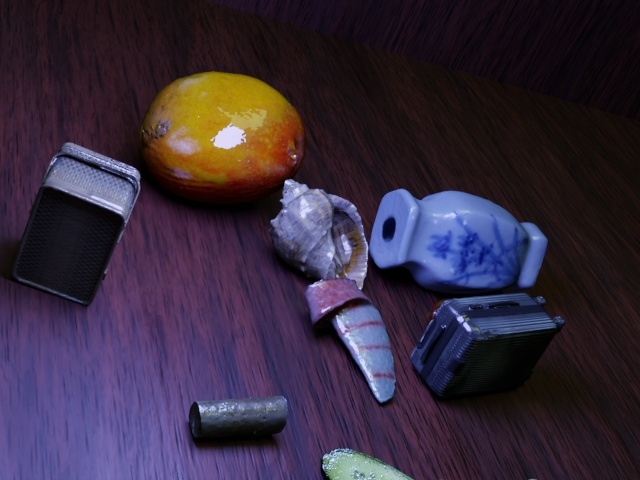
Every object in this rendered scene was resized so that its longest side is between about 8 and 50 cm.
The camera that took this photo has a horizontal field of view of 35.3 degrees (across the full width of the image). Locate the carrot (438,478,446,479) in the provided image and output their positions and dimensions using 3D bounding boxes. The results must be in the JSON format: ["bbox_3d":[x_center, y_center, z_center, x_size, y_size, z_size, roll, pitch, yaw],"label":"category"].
[{"bbox_3d":[0.113,0.458,1.612,0.260,0.070,0.070,-21,51,-26],"label":"carrot"}]

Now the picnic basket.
[{"bbox_3d":[-0.442,-0.029,1.829,0.165,0.266,0.139,22,36,-11],"label":"picnic basket"}]

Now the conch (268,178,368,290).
[{"bbox_3d":[-0.015,0.000,2.214,0.210,0.159,0.291,-26,101,-60],"label":"conch"}]

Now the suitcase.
[{"bbox_3d":[0.352,0.215,2.099,0.312,0.202,0.128,0,39,-38],"label":"suitcase"}]

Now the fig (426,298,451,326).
[{"bbox_3d":[0.307,0.184,2.219,0.155,0.103,0.109,22,4,-35],"label":"fig"}]

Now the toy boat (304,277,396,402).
[{"bbox_3d":[0.089,0.208,2.048,0.206,0.096,0.282,7,43,-49],"label":"toy boat"}]

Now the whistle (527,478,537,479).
[{"bbox_3d":[0.441,0.544,1.766,0.141,0.141,0.294,15,15,-18],"label":"whistle"}]

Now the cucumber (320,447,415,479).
[{"bbox_3d":[0.105,0.439,1.700,0.244,0.063,0.115,36,56,13],"label":"cucumber"}]

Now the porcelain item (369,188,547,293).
[{"bbox_3d":[0.330,0.010,2.365,0.405,0.242,0.178,11,8,-26],"label":"porcelain item"}]

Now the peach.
[{"bbox_3d":[-0.211,-0.227,2.252,0.373,0.289,0.372,1,-4,0],"label":"peach"}]

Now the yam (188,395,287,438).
[{"bbox_3d":[-0.142,0.305,1.729,0.169,0.068,0.068,1,38,-29],"label":"yam"}]
